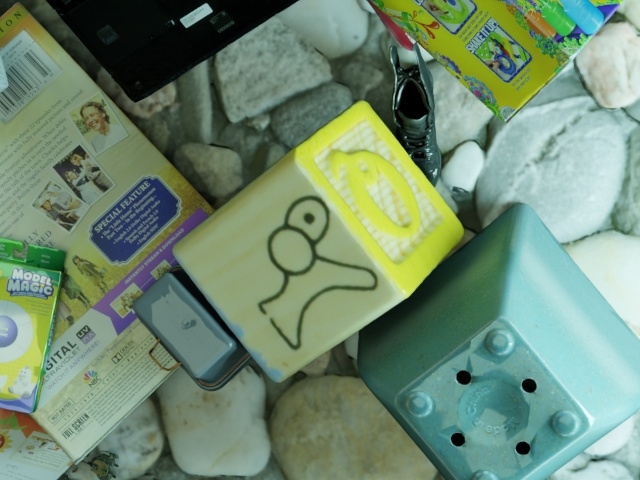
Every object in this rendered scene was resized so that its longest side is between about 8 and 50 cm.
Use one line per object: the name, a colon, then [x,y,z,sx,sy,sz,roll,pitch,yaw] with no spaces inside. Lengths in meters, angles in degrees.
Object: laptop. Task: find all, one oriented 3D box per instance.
laptop: [-0.189,-0.331,1.810,0.234,0.137,0.264,-31,123,14]

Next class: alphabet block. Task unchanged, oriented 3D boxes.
alphabet block: [0.000,0.000,1.734,0.197,0.193,0.192,-36,95,32]

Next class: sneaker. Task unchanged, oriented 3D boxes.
sneaker: [0.099,-0.129,1.769,0.051,0.089,0.170,-1,100,10]

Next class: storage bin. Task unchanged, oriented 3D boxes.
storage bin: [-0.144,0.094,1.745,0.098,0.091,0.135,-43,81,2]

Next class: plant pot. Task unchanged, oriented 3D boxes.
plant pot: [0.188,0.147,1.725,0.248,0.252,0.247,-39,93,15]

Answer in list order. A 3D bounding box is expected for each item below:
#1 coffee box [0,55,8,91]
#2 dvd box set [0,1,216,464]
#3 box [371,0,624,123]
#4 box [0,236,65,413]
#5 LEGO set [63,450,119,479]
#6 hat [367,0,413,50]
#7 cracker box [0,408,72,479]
coffee box: [-0.563,-0.271,1.628,0.337,0.338,0.334,-18,84,13]
dvd box set: [-0.301,-0.008,1.824,0.307,0.062,0.420,-44,91,-7]
box: [0.191,-0.327,1.603,0.279,0.177,0.290,42,68,0]
box: [-0.338,0.088,1.763,0.105,0.043,0.179,11,85,-5]
LEGO set: [-0.265,0.271,1.947,0.083,0.023,0.054,-12,97,25]
hat: [-0.017,-0.305,1.758,0.208,0.173,0.184,47,148,36]
cracker box: [-0.397,0.263,1.898,0.232,0.155,0.067,-44,48,14]
